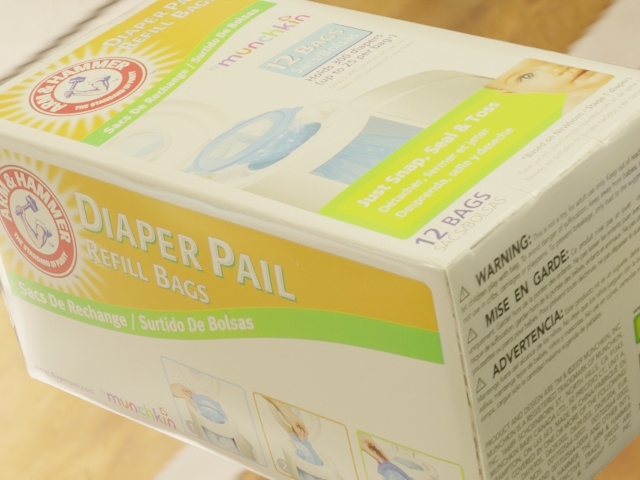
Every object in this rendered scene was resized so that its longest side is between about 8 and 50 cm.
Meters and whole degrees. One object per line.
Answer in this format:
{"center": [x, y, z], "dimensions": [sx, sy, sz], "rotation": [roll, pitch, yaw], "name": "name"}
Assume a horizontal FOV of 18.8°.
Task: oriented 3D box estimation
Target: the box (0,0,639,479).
{"center": [0.000, 0.000, 0.591], "dimensions": [0.114, 0.203, 0.103], "rotation": [-37, -51, -35], "name": "box"}
